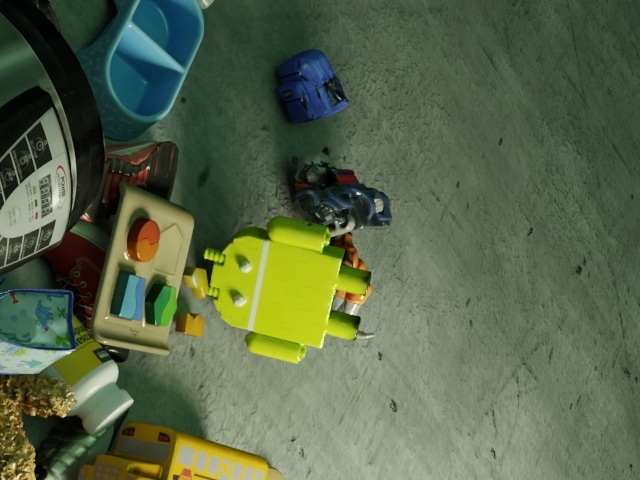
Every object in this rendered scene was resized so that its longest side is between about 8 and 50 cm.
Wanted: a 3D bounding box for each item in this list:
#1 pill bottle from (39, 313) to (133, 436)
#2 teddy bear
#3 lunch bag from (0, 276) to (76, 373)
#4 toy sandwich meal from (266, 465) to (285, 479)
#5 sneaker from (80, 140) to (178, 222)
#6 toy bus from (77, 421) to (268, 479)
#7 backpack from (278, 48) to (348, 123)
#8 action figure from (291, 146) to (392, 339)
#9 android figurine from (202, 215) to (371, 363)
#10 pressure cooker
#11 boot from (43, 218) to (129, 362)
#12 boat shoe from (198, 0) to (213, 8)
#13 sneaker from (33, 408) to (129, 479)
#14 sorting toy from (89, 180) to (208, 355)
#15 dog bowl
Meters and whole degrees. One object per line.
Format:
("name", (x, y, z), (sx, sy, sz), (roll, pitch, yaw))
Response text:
("pill bottle", (-0.343, 0.174, 1.622), (0.184, 0.103, 0.103), (48, 45, 7))
("teddy bear", (-0.441, 0.239, 1.504), (0.245, 0.113, 0.338), (8, 81, -5))
("lunch bag", (-0.388, 0.106, 1.421), (0.151, 0.129, 0.096), (4, 68, -34))
("toy sandwich meal", (-0.090, 0.414, 1.950), (0.085, 0.029, 0.086), (18, 61, -35))
("sneaker", (-0.317, -0.106, 1.752), (0.314, 0.136, 0.116), (-15, 120, -69))
("toy bus", (-0.206, 0.346, 1.712), (0.332, 0.108, 0.130), (34, 65, -57))
("backpack", (-0.021, -0.276, 2.115), (0.101, 0.098, 0.120), (-32, 106, -42))
("action figure", (0.000, 0.000, 2.034), (0.341, 0.178, 0.330), (14, 65, -62))
("android figurine", (-0.062, 0.075, 1.900), (0.056, 0.272, 0.248), (-71, 175, -66))
("pressure cooker", (-0.466, -0.123, 1.407), (0.420, 0.369, 0.376), (-36, 100, -46))
("boot", (-0.350, 0.076, 1.699), (0.244, 0.088, 0.176), (39, 57, -40))
("boat shoe", (-0.168, -0.488, 2.027), (0.226, 0.083, 0.076), (-55, 133, -25))
("sneaker", (-0.336, 0.330, 1.673), (0.229, 0.086, 0.132), (-46, 122, -34))
("sorting toy", (-0.231, 0.054, 1.760), (0.307, 0.041, 0.229), (26, 71, -66))
("dog bowl", (-0.278, -0.296, 1.860), (0.166, 0.074, 0.297), (41, 55, -34))
